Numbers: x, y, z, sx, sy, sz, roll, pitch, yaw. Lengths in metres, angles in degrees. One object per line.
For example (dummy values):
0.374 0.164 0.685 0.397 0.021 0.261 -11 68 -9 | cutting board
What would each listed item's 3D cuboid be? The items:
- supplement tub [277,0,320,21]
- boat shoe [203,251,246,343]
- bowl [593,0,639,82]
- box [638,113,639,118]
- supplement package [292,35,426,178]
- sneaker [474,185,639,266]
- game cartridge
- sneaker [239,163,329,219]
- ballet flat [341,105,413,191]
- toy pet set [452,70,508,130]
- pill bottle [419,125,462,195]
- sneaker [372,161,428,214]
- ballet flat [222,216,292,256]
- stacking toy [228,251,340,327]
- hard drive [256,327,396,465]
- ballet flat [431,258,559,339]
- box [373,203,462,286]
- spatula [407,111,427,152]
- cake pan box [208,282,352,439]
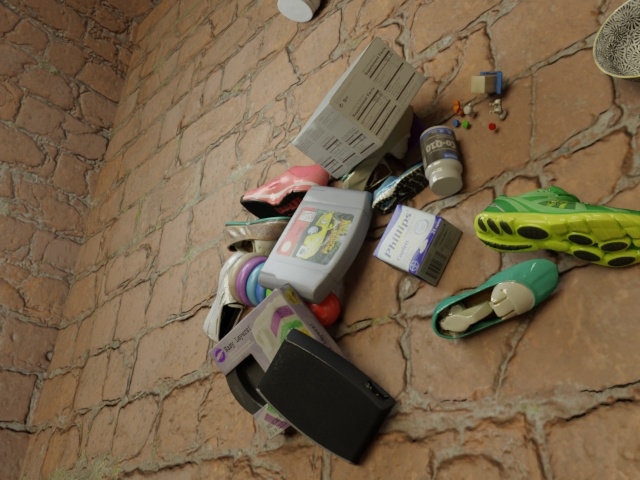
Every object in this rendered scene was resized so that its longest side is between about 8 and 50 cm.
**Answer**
-0.057 -0.852 1.913 0.144 0.144 0.199 1 70 49 | supplement tub
-0.237 0.163 1.572 0.084 0.095 0.258 22 97 48 | boat shoe
0.553 -0.323 0.948 0.170 0.080 0.170 -26 51 37 | bowl
0.631 -0.185 0.793 0.270 0.060 0.216 -40 43 26 | box
0.079 -0.291 1.302 0.204 0.145 0.262 -57 11 -19 | supplement package
0.398 -0.039 0.923 0.296 0.109 0.123 9 52 38 | sneaker
0.000 0.000 1.316 0.196 0.060 0.294 13 63 34 | game cartridge
-0.090 -0.135 1.578 0.314 0.116 0.136 -7 50 43 | sneaker
0.153 -0.200 1.342 0.248 0.086 0.086 -49 40 24 | ballet flat
0.346 -0.295 1.207 0.122 0.065 0.114 28 125 55 | toy pet set
0.254 -0.166 1.200 0.078 0.078 0.137 -30 48 35 | pill bottle
0.174 -0.130 1.285 0.162 0.063 0.073 -35 42 31 | sneaker
-0.166 -0.005 1.590 0.316 0.108 0.106 -3 87 54 | ballet flat
-0.080 0.132 1.381 0.330 0.141 0.141 19 83 46 | stacking toy
0.000 0.307 1.125 0.255 0.054 0.172 33 99 20 | hard drive
0.292 0.113 0.977 0.247 0.083 0.087 -32 7 38 | ballet flat
0.195 0.007 1.170 0.137 0.072 0.126 24 86 53 | box
0.185 -0.328 1.415 0.084 0.030 0.296 -50 38 31 | spatula
-0.091 0.265 1.245 0.267 0.070 0.245 -42 77 26 | cake pan box
